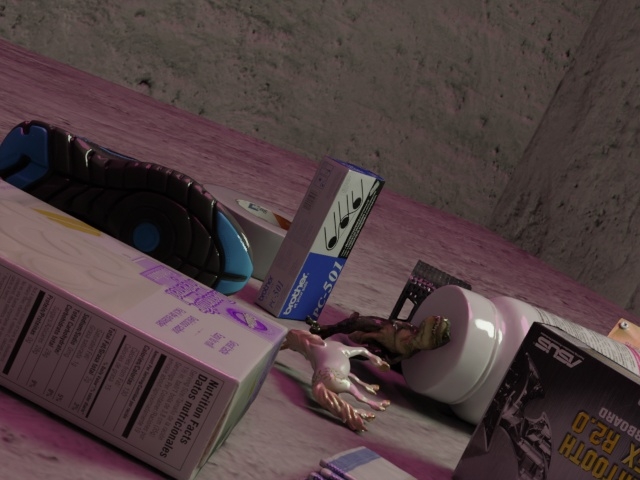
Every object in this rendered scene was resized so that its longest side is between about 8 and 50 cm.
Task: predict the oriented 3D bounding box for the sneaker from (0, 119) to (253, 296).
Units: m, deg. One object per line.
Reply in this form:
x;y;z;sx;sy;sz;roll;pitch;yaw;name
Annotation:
-0.216;-0.044;1.509;0.341;0.125;0.139;31;4;14;sneaker

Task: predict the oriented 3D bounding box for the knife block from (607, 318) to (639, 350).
0.444;0.250;1.925;0.088;0.242;0.275;29;54;24;knife block

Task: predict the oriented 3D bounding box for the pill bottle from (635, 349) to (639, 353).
0.442;0.252;1.595;0.153;0.153;0.265;23;10;-21;pill bottle

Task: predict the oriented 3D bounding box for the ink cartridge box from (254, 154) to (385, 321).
0.000;0.000;1.598;0.046;0.207;0.097;31;10;30;ink cartridge box

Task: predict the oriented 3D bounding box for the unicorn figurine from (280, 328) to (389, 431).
0.015;0.136;1.321;0.111;0.060;0.162;26;8;-10;unicorn figurine

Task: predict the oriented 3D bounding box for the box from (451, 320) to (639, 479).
0.261;0.210;1.205;0.231;0.183;0.056;34;10;37;box

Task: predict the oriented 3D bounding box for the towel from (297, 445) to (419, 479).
0.124;0.253;1.009;0.285;0.034;0.209;30;2;13;towel

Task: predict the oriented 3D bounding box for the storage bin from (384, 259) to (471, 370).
0.135;0.104;1.667;0.084;0.122;0.180;27;9;4;storage bin

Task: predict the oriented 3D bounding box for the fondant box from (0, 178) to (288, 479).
-0.206;0.055;1.038;0.330;0.096;0.238;28;8;4;fondant box

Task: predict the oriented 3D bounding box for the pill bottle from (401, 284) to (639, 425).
0.250;0.162;1.531;0.283;0.160;0.160;22;10;-24;pill bottle

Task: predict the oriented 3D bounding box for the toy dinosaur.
0.053;0.115;1.501;0.118;0.064;0.268;-7;4;-24;toy dinosaur

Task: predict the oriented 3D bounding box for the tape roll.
-0.086;-0.003;1.822;0.219;0.072;0.219;26;9;-5;tape roll
